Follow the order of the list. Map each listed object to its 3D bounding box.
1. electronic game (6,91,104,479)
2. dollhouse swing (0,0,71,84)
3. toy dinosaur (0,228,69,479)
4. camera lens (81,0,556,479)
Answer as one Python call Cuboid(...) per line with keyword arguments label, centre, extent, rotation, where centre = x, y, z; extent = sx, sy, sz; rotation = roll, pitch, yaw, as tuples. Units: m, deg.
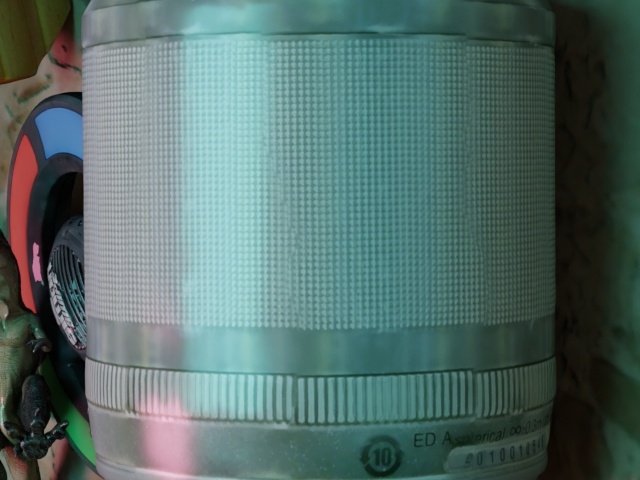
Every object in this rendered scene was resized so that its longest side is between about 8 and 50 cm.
Cuboid(label="electronic game", centre=(-0.127, 0.029, 1.044), extent=(0.229, 0.048, 0.229), rotation=(30, 126, 52))
Cuboid(label="dollhouse swing", centre=(-0.204, -0.265, 0.952), extent=(0.315, 0.347, 0.305), rotation=(-28, 83, 38))
Cuboid(label="toy dinosaur", centre=(-0.182, 0.112, 1.077), extent=(0.118, 0.064, 0.268), rotation=(-112, 21, -57))
Cuboid(label="camera lens", centre=(0.000, 0.000, 0.856), extent=(0.219, 0.219, 0.274), rotation=(1, 92, 41))
